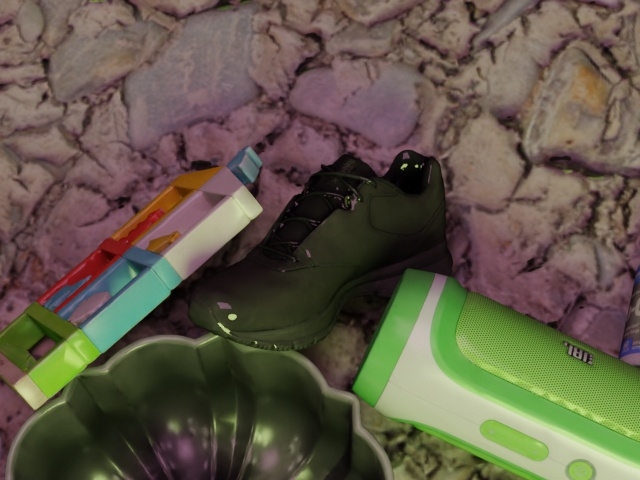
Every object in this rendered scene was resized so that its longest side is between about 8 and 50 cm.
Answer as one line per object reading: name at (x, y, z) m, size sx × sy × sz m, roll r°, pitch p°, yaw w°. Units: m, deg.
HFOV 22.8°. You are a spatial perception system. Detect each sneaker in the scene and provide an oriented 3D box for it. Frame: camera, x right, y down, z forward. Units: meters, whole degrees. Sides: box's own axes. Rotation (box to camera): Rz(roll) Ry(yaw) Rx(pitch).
sneaker at (0.000, 0.000, 1.311) m, size 0.109 × 0.130 × 0.286 m, roll 21°, pitch 30°, yaw 36°

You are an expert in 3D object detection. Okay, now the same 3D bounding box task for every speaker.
speaker at (0.180, 0.132, 1.260) m, size 0.296 × 0.131 × 0.131 m, roll 25°, pitch 69°, yaw 2°

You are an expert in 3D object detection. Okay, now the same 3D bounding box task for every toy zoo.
toy zoo at (-0.161, 0.022, 1.365) m, size 0.293 × 0.192 × 0.030 m, roll -42°, pitch 107°, yaw -13°

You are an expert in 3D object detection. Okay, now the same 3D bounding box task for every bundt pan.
bundt pan at (-0.096, 0.246, 1.271) m, size 0.330 × 0.124 × 0.331 m, roll -3°, pitch 63°, yaw 6°

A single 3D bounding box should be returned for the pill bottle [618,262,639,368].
pill bottle at (0.300, 0.057, 1.337) m, size 0.078 × 0.078 × 0.137 m, roll 11°, pitch 66°, yaw 12°
